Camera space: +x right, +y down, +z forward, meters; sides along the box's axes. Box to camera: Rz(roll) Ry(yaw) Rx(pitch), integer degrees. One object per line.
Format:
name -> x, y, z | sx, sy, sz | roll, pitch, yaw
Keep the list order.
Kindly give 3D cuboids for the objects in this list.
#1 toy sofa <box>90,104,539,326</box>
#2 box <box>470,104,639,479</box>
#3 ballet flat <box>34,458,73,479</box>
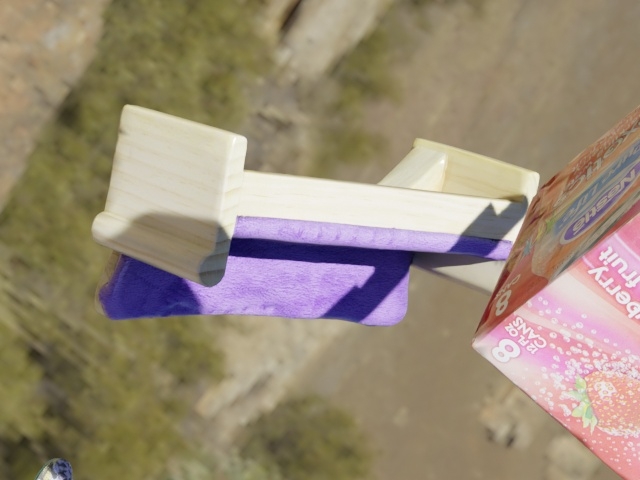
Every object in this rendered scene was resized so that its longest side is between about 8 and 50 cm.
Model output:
toy sofa -> 0.000, 0.000, 1.619 | 0.362, 0.150, 0.177 | 5, 100, -43
box -> 0.239, 0.068, 0.930 | 0.154, 0.300, 0.142 | -41, -168, 38
ballet flat -> -0.215, 0.226, 1.527 | 0.114, 0.041, 0.041 | -64, 160, -1
